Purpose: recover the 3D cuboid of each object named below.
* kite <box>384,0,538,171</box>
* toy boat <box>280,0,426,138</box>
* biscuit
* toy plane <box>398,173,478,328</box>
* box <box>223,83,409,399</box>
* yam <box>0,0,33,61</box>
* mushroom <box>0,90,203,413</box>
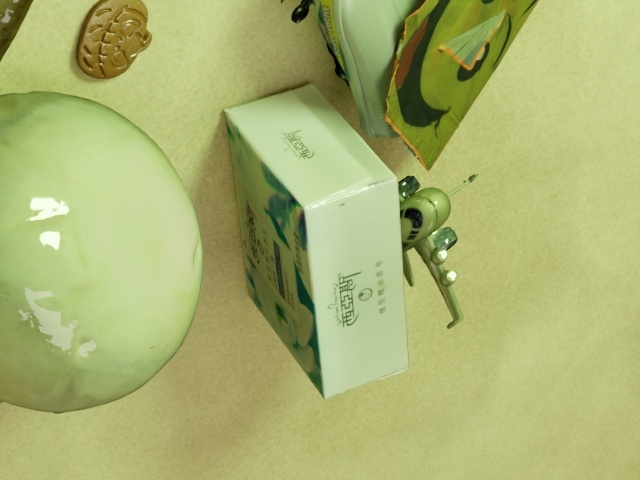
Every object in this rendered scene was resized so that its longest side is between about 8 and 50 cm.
[{"bbox_3d":[0.168,-0.233,1.873,0.327,0.013,0.377,-31,145,-47],"label":"kite"},{"bbox_3d":[0.044,-0.228,1.818,0.141,0.141,0.269,-39,138,-3],"label":"toy boat"},{"bbox_3d":[-0.202,-0.202,1.746,0.078,0.015,0.091,0,122,-34],"label":"biscuit"},{"bbox_3d":[0.098,-0.018,1.921,0.104,0.242,0.256,-32,176,-23],"label":"toy plane"},{"bbox_3d":[-0.002,0.001,1.899,0.116,0.203,0.274,-20,132,-16],"label":"box"},{"bbox_3d":[-0.281,-0.247,1.636,0.046,0.046,0.264,16,113,-41],"label":"yam"},{"bbox_3d":[-0.261,0.041,1.686,0.315,0.315,0.356,2,109,-36],"label":"mushroom"}]
